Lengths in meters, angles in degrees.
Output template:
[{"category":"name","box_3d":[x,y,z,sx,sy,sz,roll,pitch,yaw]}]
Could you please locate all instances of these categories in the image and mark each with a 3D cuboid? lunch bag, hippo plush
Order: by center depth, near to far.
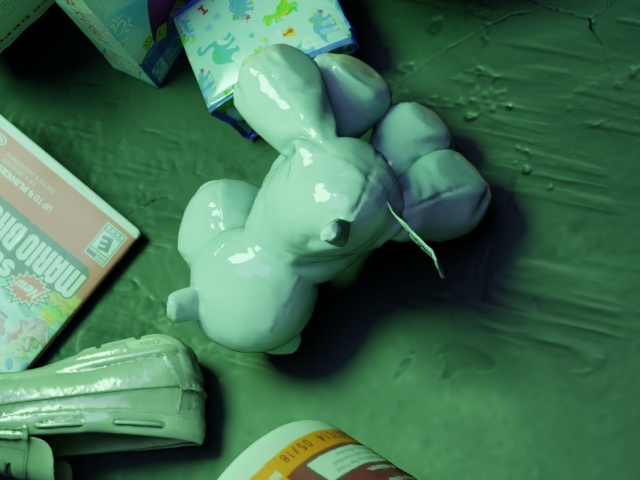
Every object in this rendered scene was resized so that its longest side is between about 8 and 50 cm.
[{"category":"hippo plush","box_3d":[0.000,0.000,1.728,0.236,0.234,0.294,-53,39,30]},{"category":"lunch bag","box_3d":[-0.045,-0.192,1.855,0.151,0.096,0.129,-34,60,17]}]

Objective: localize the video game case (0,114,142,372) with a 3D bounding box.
[{"category":"video game case","box_3d":[-0.338,0.038,1.867,0.204,0.025,0.285,39,87,3]}]

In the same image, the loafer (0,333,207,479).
[{"category":"loafer","box_3d":[-0.258,0.173,1.772,0.319,0.112,0.111,-15,70,9]}]

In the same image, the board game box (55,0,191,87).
[{"category":"board game box","box_3d":[-0.146,-0.344,1.829,0.066,0.318,0.319,27,81,23]}]

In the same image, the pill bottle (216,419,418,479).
[{"category":"pill bottle","box_3d":[0.088,0.325,1.513,0.392,0.224,0.224,30,82,29]}]

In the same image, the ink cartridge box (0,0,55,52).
[{"category":"ink cartridge box","box_3d":[-0.324,-0.265,1.855,0.160,0.219,0.092,-42,82,1]}]
